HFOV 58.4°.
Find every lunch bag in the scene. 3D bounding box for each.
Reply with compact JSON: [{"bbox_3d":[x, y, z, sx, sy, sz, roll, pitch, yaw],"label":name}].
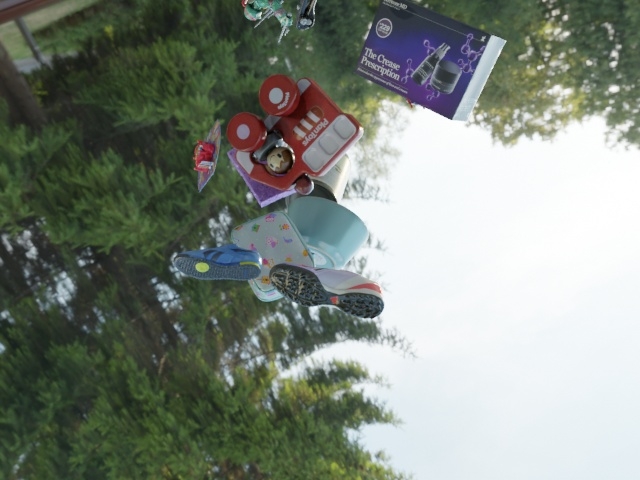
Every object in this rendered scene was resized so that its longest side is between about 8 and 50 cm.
[{"bbox_3d":[-0.144,0.051,1.846,0.224,0.107,0.279,-23,-116,-15],"label":"lunch bag"}]

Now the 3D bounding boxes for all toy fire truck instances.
[{"bbox_3d":[-0.071,-0.255,1.456,0.302,0.254,0.169,-45,166,18],"label":"toy fire truck"}]

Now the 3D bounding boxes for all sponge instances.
[{"bbox_3d":[-0.163,-0.196,1.611,0.117,0.031,0.210,-27,-116,-15],"label":"sponge"}]

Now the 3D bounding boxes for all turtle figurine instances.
[{"bbox_3d":[-0.101,-0.568,1.323,0.234,0.118,0.175,-40,-136,30],"label":"turtle figurine"}]

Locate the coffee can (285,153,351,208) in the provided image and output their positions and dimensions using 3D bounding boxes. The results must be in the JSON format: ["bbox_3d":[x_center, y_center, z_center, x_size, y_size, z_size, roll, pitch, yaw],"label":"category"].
[{"bbox_3d":[-0.002,-0.223,2.219,0.202,0.201,0.275,-11,-144,26],"label":"coffee can"}]

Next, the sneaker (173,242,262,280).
[{"bbox_3d":[-0.246,0.045,1.379,0.210,0.069,0.082,5,-137,-15],"label":"sneaker"}]

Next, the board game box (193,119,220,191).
[{"bbox_3d":[-0.260,-0.189,1.257,0.033,0.133,0.169,10,158,-25],"label":"board game box"}]

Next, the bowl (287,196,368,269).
[{"bbox_3d":[0.000,0.000,2.039,0.312,0.311,0.163,-3,-128,39],"label":"bowl"}]

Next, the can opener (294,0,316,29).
[{"bbox_3d":[-0.034,-0.685,1.629,0.059,0.186,0.073,-4,-125,-21],"label":"can opener"}]

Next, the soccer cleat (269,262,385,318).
[{"bbox_3d":[0.018,0.119,1.543,0.319,0.108,0.116,16,-150,-5],"label":"soccer cleat"}]

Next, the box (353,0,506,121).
[{"bbox_3d":[0.226,-0.391,1.223,0.261,0.184,0.103,33,-156,25],"label":"box"}]

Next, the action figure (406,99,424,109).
[{"bbox_3d":[0.248,-0.353,1.467,0.038,0.030,0.115,-8,-154,-16],"label":"action figure"}]
